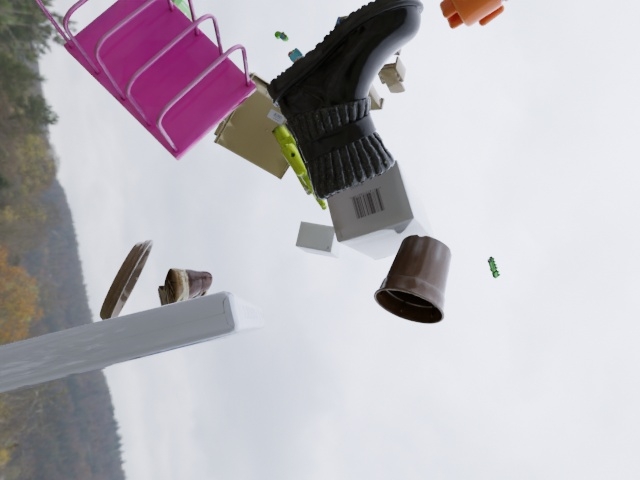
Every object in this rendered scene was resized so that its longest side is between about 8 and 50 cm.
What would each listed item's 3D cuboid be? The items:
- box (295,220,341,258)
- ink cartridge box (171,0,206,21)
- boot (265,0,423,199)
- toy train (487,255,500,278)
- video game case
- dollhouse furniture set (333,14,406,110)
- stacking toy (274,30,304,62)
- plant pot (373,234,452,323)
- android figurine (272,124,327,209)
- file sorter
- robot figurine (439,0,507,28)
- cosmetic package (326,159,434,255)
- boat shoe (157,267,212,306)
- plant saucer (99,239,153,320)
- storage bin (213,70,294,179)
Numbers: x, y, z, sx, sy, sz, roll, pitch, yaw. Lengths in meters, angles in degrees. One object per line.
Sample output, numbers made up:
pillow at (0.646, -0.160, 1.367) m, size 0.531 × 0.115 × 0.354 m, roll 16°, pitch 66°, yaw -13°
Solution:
box at (0.000, 0.000, 1.679) m, size 0.130 × 0.170 × 0.091 m, roll 10°, pitch -97°, yaw 12°
ink cartridge box at (-0.441, -0.725, 1.386) m, size 0.198 × 0.115 × 0.273 m, roll 3°, pitch -109°, yaw 25°
boot at (0.084, -0.255, 0.893) m, size 0.348 × 0.131 × 0.260 m, roll -29°, pitch -93°, yaw 29°
toy train at (0.529, 0.083, 1.452) m, size 0.083 × 0.023 × 0.017 m, roll 59°, pitch -7°, yaw -29°
video game case at (-0.227, 0.116, 0.481) m, size 0.300 × 0.329 × 0.036 m, roll 105°, pitch -29°, yaw -80°
dollhouse furniture set at (0.195, -0.644, 1.667) m, size 0.286 × 0.198 × 0.303 m, roll 3°, pitch -110°, yaw 30°
stacking toy at (-0.061, -0.589, 1.588) m, size 0.052 × 0.167 × 0.221 m, roll -41°, pitch -105°, yaw 11°
plant pot at (0.229, 0.086, 1.124) m, size 0.167 × 0.167 × 0.165 m, roll -22°, pitch -140°, yaw 55°
android figurine at (-0.054, -0.213, 1.429) m, size 0.273 × 0.056 × 0.248 m, roll 59°, pitch 1°, yaw 4°
file sorter at (-0.284, -0.327, 0.793) m, size 0.290 × 0.202 × 0.182 m, roll 45°, pitch -9°, yaw 1°
robot figurine at (0.448, -0.692, 1.327) m, size 0.219 × 0.128 × 0.158 m, roll -28°, pitch -82°, yaw 29°
cosmetic package at (0.169, -0.060, 1.248) m, size 0.197 × 0.365 × 0.155 m, roll -18°, pitch -104°, yaw 16°
boat shoe at (-0.376, 0.156, 1.328) m, size 0.342 × 0.123 × 0.123 m, roll -47°, pitch -123°, yaw 56°
plant saucer at (-0.560, 0.117, 1.365) m, size 0.278 × 0.041 × 0.278 m, roll -57°, pitch -165°, yaw 25°
storage bin at (-0.181, -0.383, 1.584) m, size 0.260 × 0.262 × 0.123 m, roll -54°, pitch -158°, yaw 19°
